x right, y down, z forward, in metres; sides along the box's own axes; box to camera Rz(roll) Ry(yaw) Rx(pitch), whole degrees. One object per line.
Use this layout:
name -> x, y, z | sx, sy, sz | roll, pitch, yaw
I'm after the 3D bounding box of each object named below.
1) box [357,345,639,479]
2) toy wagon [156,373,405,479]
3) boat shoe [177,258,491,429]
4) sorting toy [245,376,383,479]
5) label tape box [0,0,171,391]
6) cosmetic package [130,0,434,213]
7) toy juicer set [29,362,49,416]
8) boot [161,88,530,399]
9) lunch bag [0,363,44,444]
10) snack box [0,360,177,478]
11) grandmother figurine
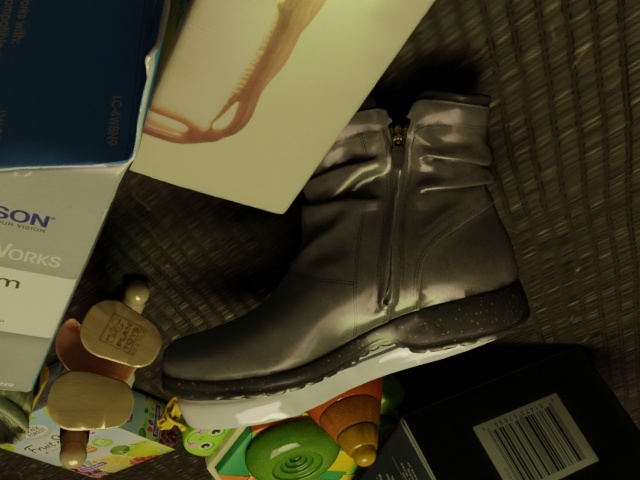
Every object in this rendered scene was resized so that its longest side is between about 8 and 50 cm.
box -> 0.222, 0.364, 1.152 | 0.293, 0.212, 0.395 | -16, 151, -24
toy wagon -> -0.054, 0.271, 1.134 | 0.344, 0.068, 0.267 | 13, 128, -32
boat shoe -> 0.013, 0.070, 0.865 | 0.367, 0.136, 0.156 | -18, 101, 1
sorting toy -> -0.011, 0.291, 1.028 | 0.127, 0.126, 0.365 | 6, 130, -27
label tape box -> -0.189, -0.090, 0.539 | 0.115, 0.249, 0.347 | 13, 141, -21
cosmetic package -> -0.019, -0.170, 0.530 | 0.129, 0.153, 0.296 | 15, 139, -21
toy juicer set -> -0.438, 0.082, 0.805 | 0.329, 0.209, 0.089 | 7, 122, -26
boot -> 0.000, 0.000, 0.731 | 0.338, 0.222, 0.118 | -16, -172, 2
lunch bag -> -0.356, 0.029, 0.702 | 0.287, 0.235, 0.169 | 21, 136, -29
snack box -> -0.332, 0.254, 1.156 | 0.174, 0.070, 0.207 | -27, 136, 30
grandmother figurine -> -0.242, 0.139, 0.909 | 0.104, 0.208, 0.342 | 34, 159, -9
